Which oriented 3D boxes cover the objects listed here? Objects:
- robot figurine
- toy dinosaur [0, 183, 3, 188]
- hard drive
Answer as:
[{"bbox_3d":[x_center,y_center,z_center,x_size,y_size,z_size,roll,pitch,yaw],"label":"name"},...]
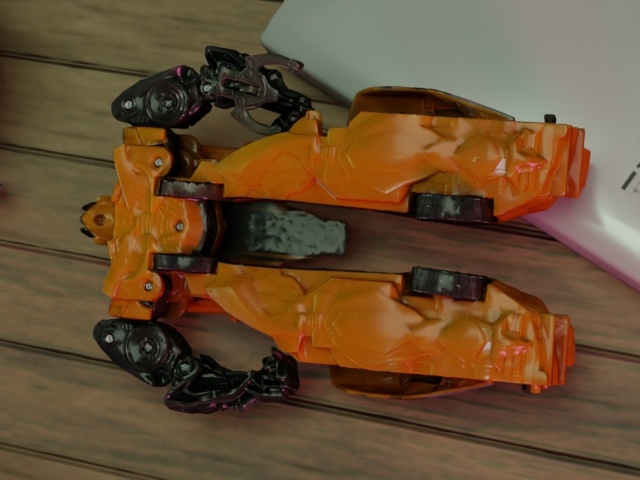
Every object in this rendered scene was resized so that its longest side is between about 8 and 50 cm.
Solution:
[{"bbox_3d":[0.000,0.000,0.970,0.291,0.085,0.211,5,89,24],"label":"robot figurine"},{"bbox_3d":[-0.249,-0.129,1.036,0.121,0.313,0.160,-12,44,-16],"label":"toy dinosaur"},{"bbox_3d":[0.169,-0.118,1.000,0.353,0.047,0.233,34,85,21],"label":"hard drive"}]
